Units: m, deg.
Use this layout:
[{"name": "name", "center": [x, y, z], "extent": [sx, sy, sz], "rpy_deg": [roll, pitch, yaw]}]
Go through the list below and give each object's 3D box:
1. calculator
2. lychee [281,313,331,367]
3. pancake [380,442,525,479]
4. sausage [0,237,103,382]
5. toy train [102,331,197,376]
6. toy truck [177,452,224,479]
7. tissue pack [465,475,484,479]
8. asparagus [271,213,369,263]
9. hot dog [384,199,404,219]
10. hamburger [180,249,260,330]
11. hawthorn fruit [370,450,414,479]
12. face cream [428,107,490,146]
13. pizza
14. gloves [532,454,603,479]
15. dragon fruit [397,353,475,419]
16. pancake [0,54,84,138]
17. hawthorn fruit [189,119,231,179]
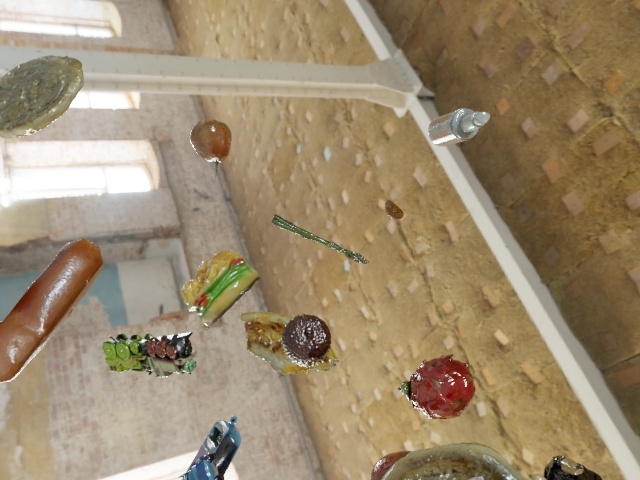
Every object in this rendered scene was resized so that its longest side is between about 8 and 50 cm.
[{"name": "calculator", "center": [-0.270, 0.541, 1.165], "extent": [0.293, 0.051, 0.173], "rpy_deg": [-60, -167, -18]}, {"name": "lychee", "center": [-0.035, 0.242, 1.208], "extent": [0.123, 0.123, 0.129], "rpy_deg": [61, -42, 35]}, {"name": "pancake", "center": [0.277, 0.581, 1.022], "extent": [0.065, 0.356, 0.356], "rpy_deg": [73, -8, -57]}, {"name": "sausage", "center": [-0.569, 0.141, 1.043], "extent": [0.094, 0.097, 0.348], "rpy_deg": [115, 0, -53]}, {"name": "toy train", "center": [-0.325, 0.216, 0.965], "extent": [0.250, 0.053, 0.085], "rpy_deg": [-8, -79, 36]}, {"name": "toy truck", "center": [-0.226, 0.453, 0.978], "extent": [0.136, 0.074, 0.063], "rpy_deg": [98, -32, -65]}, {"name": "tissue pack", "center": [0.170, 0.510, 0.790], "extent": [0.271, 0.124, 0.201], "rpy_deg": [-40, -165, 33]}, {"name": "asparagus", "center": [0.000, 0.000, 1.108], "extent": [0.023, 0.233, 0.022], "rpy_deg": [-57, 171, -72]}, {"name": "hot dog", "center": [0.261, -0.110, 1.820], "extent": [0.035, 0.083, 0.058], "rpy_deg": [-35, -155, 41]}, {"name": "hamburger", "center": [-0.292, 0.124, 1.450], "extent": [0.149, 0.237, 0.237], "rpy_deg": [46, -33, -2]}, {"name": "hawthorn fruit", "center": [0.198, 0.605, 1.238], "extent": [0.188, 0.169, 0.169], "rpy_deg": [-34, -116, 34]}, {"name": "face cream", "center": [0.436, -0.358, 1.580], "extent": [0.252, 0.101, 0.101], "rpy_deg": [-172, -103, -74]}, {"name": "pizza", "center": [-0.112, 0.312, 1.556], "extent": [0.365, 0.182, 0.073], "rpy_deg": [25, -46, 28]}, {"name": "gloves", "center": [0.458, 0.439, 0.920], "extent": [0.129, 0.106, 0.180], "rpy_deg": [16, -44, 28]}, {"name": "dragon fruit", "center": [0.329, 0.399, 1.381], "extent": [0.172, 0.210, 0.172], "rpy_deg": [159, -90, -76]}, {"name": "pancake", "center": [-0.379, -0.193, 0.668], "extent": [0.151, 0.152, 0.025], "rpy_deg": [61, -2, 36]}, {"name": "hawthorn fruit", "center": [-0.365, -0.334, 1.757], "extent": [0.149, 0.149, 0.189], "rpy_deg": [25, -30, 58]}]
